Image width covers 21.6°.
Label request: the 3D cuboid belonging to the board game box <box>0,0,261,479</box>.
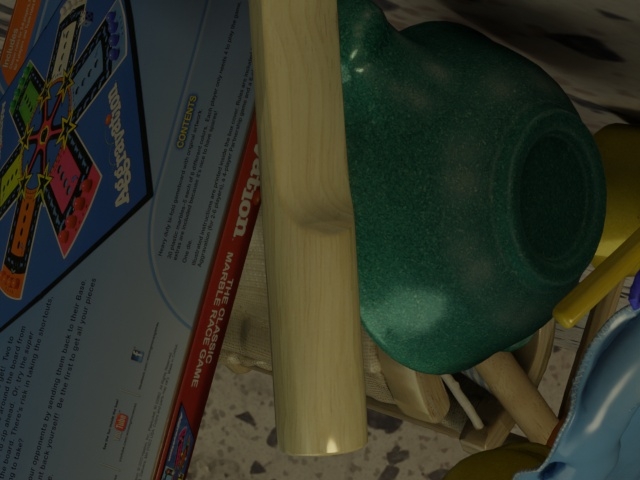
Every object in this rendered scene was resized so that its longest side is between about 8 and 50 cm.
[{"bbox_3d":[-0.105,0.021,0.739,0.145,0.281,0.027,15,179,28],"label":"board game box"}]

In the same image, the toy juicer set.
[{"bbox_3d":[0.047,0.019,0.625,0.089,0.209,0.329,1,167,41],"label":"toy juicer set"}]

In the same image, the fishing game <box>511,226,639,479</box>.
[{"bbox_3d":[0.122,0.039,0.556,0.041,0.189,0.264,42,171,29],"label":"fishing game"}]

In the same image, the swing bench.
[{"bbox_3d":[0.000,0.000,0.849,0.253,0.165,0.255,14,174,36],"label":"swing bench"}]
